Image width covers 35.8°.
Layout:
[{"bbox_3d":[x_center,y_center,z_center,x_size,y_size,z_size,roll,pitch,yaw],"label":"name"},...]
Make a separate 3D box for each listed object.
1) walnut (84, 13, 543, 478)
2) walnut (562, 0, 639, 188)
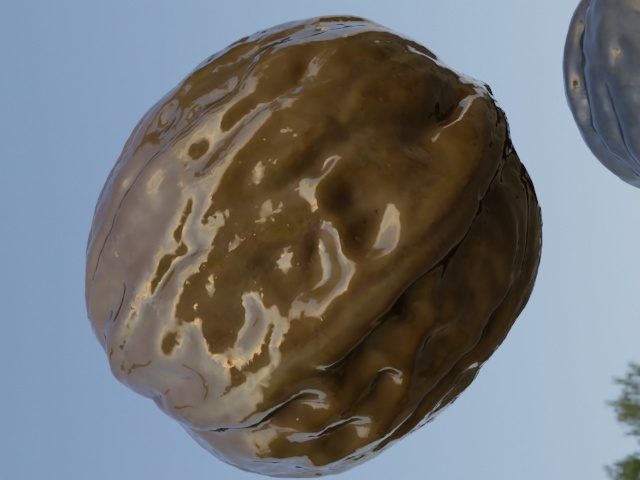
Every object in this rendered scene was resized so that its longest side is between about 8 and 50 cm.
[{"bbox_3d":[0.000,0.000,0.459,0.213,0.213,0.213,4,-95,-56],"label":"walnut"},{"bbox_3d":[0.307,-0.149,0.827,0.224,0.224,0.224,4,-95,-56],"label":"walnut"}]
